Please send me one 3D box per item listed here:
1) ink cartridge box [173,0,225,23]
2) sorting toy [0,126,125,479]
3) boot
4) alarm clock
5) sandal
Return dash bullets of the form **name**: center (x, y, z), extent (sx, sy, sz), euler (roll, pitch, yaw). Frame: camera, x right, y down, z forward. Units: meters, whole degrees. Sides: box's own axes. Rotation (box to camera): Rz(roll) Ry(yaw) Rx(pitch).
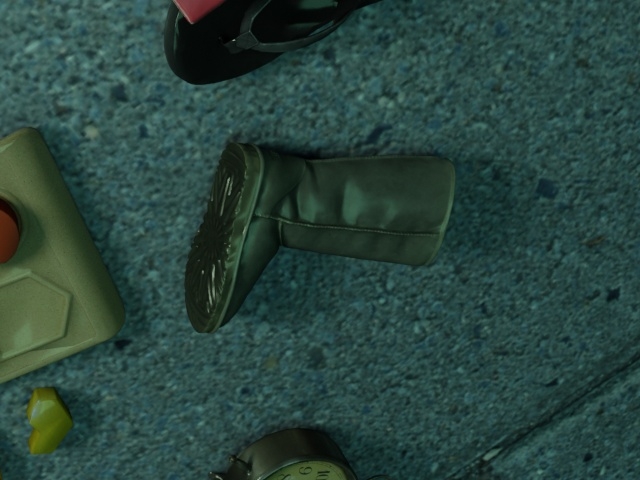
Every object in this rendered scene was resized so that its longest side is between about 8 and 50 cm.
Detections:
- **ink cartridge box**: center (-0.049, -0.292, 0.855), extent (0.237, 0.100, 0.172), euler (-36, 128, 2)
- **sorting toy**: center (-0.275, 0.077, 1.027), extent (0.229, 0.041, 0.307), euler (-25, 127, -8)
- **boot**: center (0.001, 0.002, 1.095), extent (0.208, 0.076, 0.190), euler (4, 121, -34)
- **alarm clock**: center (-0.014, 0.244, 1.238), extent (0.192, 0.064, 0.129), euler (5, 118, -24)
- **sandal**: center (-0.004, -0.196, 0.966), extent (0.254, 0.054, 0.097), euler (-27, 128, -6)
